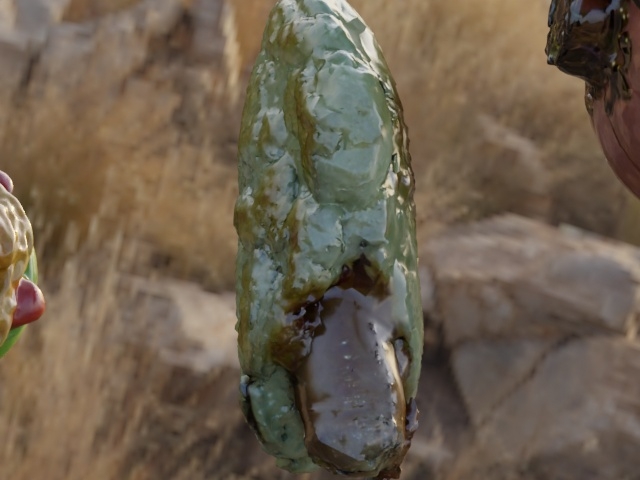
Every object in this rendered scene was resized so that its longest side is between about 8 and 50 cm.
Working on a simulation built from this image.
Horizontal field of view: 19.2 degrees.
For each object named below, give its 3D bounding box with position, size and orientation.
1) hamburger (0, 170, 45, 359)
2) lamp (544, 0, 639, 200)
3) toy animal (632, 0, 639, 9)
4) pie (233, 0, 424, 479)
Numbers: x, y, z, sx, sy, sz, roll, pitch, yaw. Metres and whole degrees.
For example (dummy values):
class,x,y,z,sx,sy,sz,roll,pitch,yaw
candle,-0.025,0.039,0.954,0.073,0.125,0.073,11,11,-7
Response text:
class,x,y,z,sx,sy,sz,roll,pitch,yaw
hamburger,-0.360,0.022,1.702,0.237,0.237,0.149,13,-10,-5
lamp,0.299,-0.166,1.484,0.240,0.305,0.305,8,23,-2
toy animal,0.226,-0.246,1.118,0.267,0.212,0.212,45,22,-8
pie,-0.001,-0.004,1.077,0.105,0.274,0.257,-3,5,-5
